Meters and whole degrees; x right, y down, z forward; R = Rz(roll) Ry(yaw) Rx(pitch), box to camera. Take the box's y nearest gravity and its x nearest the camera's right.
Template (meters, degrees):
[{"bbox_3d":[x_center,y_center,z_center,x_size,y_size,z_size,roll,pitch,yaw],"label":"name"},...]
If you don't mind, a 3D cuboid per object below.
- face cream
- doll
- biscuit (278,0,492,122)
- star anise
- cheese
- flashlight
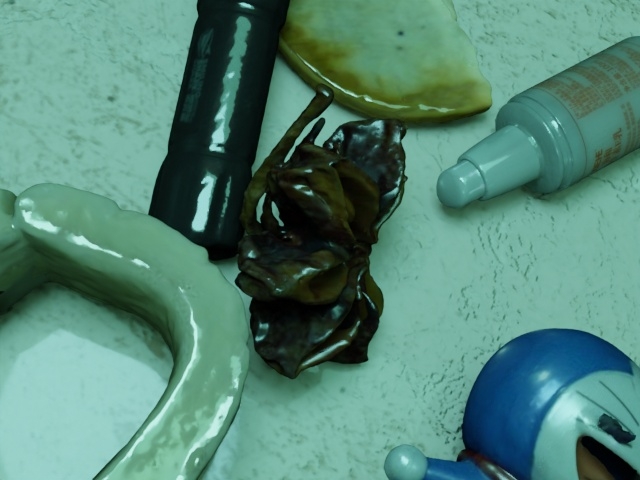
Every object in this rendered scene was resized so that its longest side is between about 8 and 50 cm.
[{"bbox_3d":[0.218,-0.099,0.883,0.251,0.101,0.101,-28,77,-18],"label":"face cream"},{"bbox_3d":[0.161,0.187,0.742,0.215,0.161,0.257,41,79,-24],"label":"doll"},{"bbox_3d":[0.038,-0.244,0.935,0.204,0.040,0.309,-12,72,-13],"label":"biscuit"},{"bbox_3d":[0.000,0.000,0.773,0.125,0.190,0.220,15,88,34],"label":"star anise"},{"bbox_3d":[-0.219,0.111,0.704,0.332,0.153,0.292,-40,82,-20],"label":"cheese"},{"bbox_3d":[-0.076,-0.187,0.842,0.103,0.103,0.424,13,78,-5],"label":"flashlight"}]
